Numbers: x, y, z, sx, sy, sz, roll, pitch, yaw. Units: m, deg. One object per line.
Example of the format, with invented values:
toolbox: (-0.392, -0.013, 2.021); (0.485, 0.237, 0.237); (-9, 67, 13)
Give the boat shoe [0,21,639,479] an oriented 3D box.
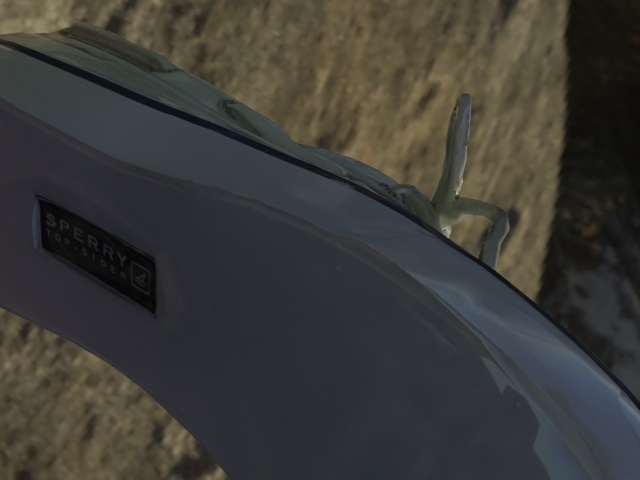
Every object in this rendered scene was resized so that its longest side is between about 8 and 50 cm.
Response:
boat shoe: (-0.002, 0.007, 0.577); (0.156, 0.367, 0.136); (-27, 133, -43)
